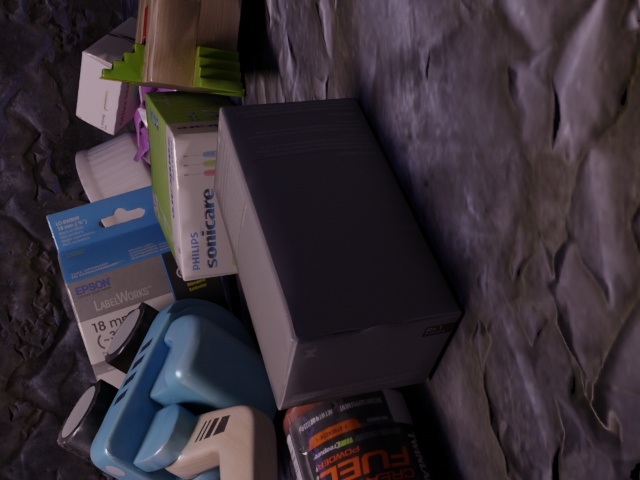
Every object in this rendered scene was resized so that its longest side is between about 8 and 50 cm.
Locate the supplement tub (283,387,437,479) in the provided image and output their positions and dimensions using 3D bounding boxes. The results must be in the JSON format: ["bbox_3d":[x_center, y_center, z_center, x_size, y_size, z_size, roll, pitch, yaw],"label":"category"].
[{"bbox_3d":[0.044,0.208,0.567,0.106,0.106,0.198,104,152,-49],"label":"supplement tub"}]

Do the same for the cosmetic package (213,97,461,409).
[{"bbox_3d":[0.000,0.000,0.590,0.107,0.127,0.238,106,153,-50],"label":"cosmetic package"}]

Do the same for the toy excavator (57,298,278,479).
[{"bbox_3d":[-0.151,0.235,0.957,0.445,0.222,0.433,-33,28,43],"label":"toy excavator"}]

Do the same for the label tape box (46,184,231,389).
[{"bbox_3d":[-0.293,0.084,1.259,0.106,0.240,0.334,-173,66,-73],"label":"label tape box"}]

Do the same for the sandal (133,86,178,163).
[{"bbox_3d":[-0.280,-0.148,1.362,0.169,0.102,0.416,23,130,35],"label":"sandal"}]

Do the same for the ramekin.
[{"bbox_3d":[-0.397,-0.102,1.633,0.277,0.135,0.277,62,180,1],"label":"ramekin"}]

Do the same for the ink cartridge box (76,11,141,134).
[{"bbox_3d":[-0.380,-0.336,1.486,0.219,0.092,0.160,-59,-5,-47],"label":"ink cartridge box"}]

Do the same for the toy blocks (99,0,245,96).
[{"bbox_3d":[-0.178,-0.330,0.983,0.381,0.190,0.261,-149,65,-69],"label":"toy blocks"}]

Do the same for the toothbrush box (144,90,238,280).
[{"bbox_3d":[-0.177,-0.095,1.112,0.283,0.122,0.206,-131,38,-62],"label":"toothbrush box"}]

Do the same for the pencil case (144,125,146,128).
[{"bbox_3d":[-0.310,-0.263,1.501,0.236,0.104,0.104,113,146,-62],"label":"pencil case"}]
